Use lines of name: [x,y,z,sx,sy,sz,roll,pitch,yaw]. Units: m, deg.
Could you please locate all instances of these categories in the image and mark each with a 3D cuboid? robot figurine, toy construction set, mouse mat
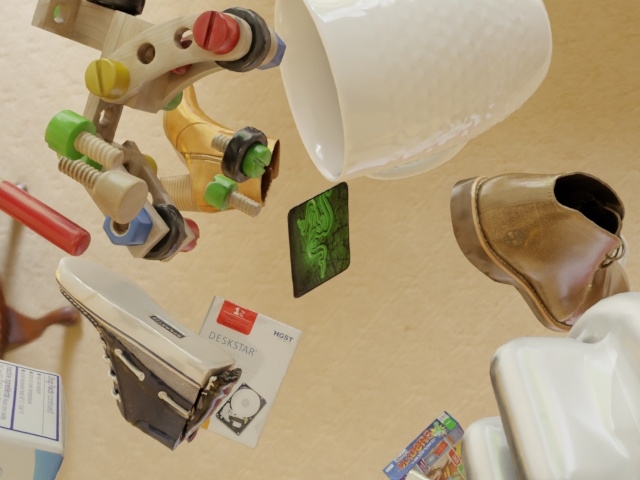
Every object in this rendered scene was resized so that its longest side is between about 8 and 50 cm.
robot figurine: [0.265,0.132,0.537,0.353,0.200,0.300,4,134,-9]
toy construction set: [-0.207,-0.120,0.874,0.237,0.309,0.257,29,126,17]
mouse mat: [0.000,0.000,1.706,0.007,0.152,0.190,24,131,39]

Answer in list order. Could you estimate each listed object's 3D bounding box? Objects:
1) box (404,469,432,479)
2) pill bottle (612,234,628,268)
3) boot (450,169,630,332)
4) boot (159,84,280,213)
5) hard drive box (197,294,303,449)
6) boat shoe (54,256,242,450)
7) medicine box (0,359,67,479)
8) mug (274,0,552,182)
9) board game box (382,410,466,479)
box: [0.153,0.320,0.818,0.232,0.149,0.127,27,74,21]
pill bottle: [0.359,0.018,1.296,0.116,0.065,0.065,-3,102,65]
boot: [0.247,0.015,0.896,0.115,0.305,0.112,-15,64,34]
boot: [-0.175,-0.179,1.709,0.211,0.104,0.295,-4,64,11]
hard drive box: [-0.157,0.242,1.753,0.181,0.089,0.232,21,85,2]
boat shoe: [-0.292,0.171,1.422,0.340,0.127,0.158,34,104,21]
medicine box: [-0.414,0.232,0.865,0.289,0.149,0.264,19,103,-20]
mug: [0.134,-0.225,1.346,0.374,0.328,0.276,90,159,-52]
board game box: [0.190,0.371,1.503,0.136,0.201,0.035,-42,46,-9]
